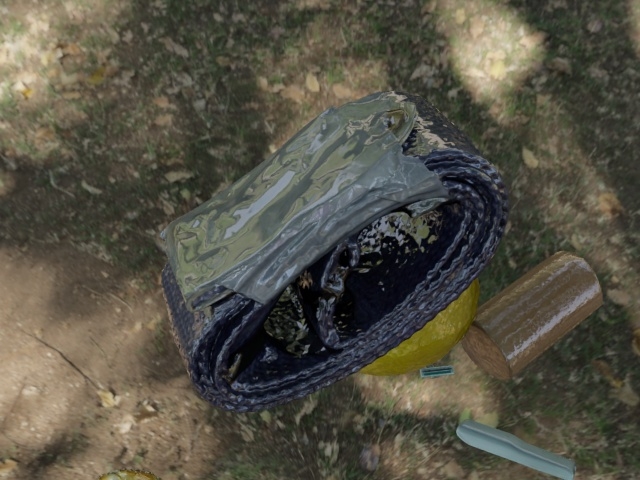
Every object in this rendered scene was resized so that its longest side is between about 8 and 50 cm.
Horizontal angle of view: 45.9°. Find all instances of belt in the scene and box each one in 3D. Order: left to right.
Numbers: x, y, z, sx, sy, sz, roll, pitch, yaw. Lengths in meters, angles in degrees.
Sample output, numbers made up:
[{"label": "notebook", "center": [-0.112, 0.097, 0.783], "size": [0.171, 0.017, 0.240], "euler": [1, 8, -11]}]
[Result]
[{"label": "belt", "center": [0.000, 0.000, 0.499], "size": [0.230, 0.139, 0.126], "euler": [-36, 39, 4]}]

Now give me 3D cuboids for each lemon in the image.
[{"label": "lemon", "center": [0.098, 0.068, 1.139], "size": [0.293, 0.293, 0.293], "euler": [0, 70, 1]}]

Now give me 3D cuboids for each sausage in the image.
[{"label": "sausage", "center": [0.354, 0.116, 1.245], "size": [0.253, 0.123, 0.123], "euler": [-33, 73, -20]}]

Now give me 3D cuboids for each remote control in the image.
[{"label": "remote control", "center": [0.269, 0.285, 1.039], "size": [0.162, 0.061, 0.029], "euler": [16, 94, 22]}]

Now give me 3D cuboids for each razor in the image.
[{"label": "razor", "center": [0.225, 0.257, 1.591], "size": [0.068, 0.191, 0.037], "euler": [-4, 98, -5]}]

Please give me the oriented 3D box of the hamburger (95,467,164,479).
[{"label": "hamburger", "center": [-0.300, 0.429, 1.205], "size": [0.164, 0.189, 0.093], "euler": [-23, 42, 23]}]
